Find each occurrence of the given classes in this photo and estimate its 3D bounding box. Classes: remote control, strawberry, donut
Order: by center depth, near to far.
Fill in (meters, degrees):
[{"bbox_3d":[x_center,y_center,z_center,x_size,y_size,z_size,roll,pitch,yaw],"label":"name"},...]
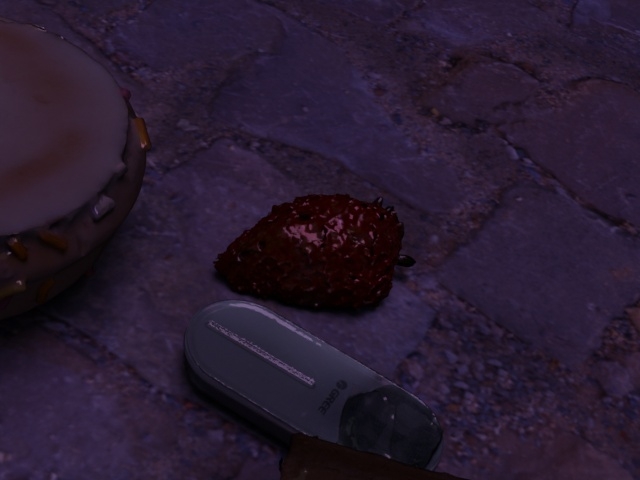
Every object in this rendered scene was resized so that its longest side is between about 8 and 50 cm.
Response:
[{"bbox_3d":[-0.009,0.135,0.996,0.247,0.052,0.104,30,44,12],"label":"remote control"},{"bbox_3d":[-0.347,-0.067,1.023,0.382,0.142,0.382,10,42,-9],"label":"donut"},{"bbox_3d":[0.003,-0.001,1.125,0.192,0.085,0.140,16,43,0],"label":"strawberry"}]

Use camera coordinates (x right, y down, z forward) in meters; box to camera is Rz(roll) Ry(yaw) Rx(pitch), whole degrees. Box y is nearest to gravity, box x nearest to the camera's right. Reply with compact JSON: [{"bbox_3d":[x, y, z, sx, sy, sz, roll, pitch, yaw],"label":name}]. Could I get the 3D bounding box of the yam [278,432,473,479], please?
[{"bbox_3d":[0.077,0.232,0.869,0.238,0.128,0.129,13,75,1],"label":"yam"}]
